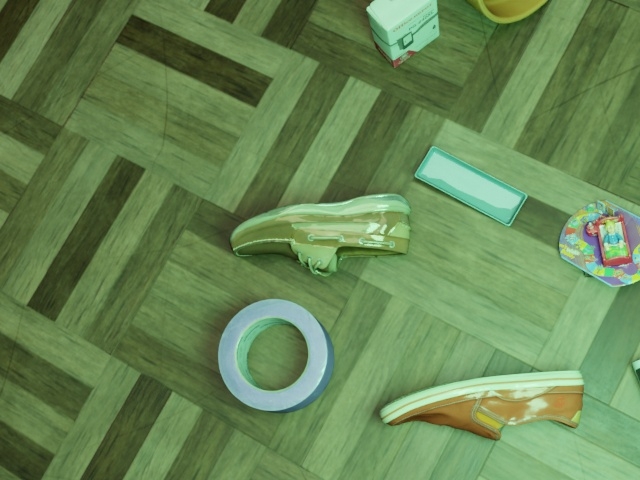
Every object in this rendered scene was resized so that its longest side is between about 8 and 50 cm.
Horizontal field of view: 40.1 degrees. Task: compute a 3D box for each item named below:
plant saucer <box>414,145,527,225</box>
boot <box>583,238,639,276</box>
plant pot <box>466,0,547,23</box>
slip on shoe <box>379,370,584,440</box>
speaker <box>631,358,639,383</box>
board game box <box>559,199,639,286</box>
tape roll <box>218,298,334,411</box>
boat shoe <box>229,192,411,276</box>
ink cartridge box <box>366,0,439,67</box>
[{"bbox_3d":[0.265,-0.096,1.553,0.192,0.018,0.067,30,83,15],"label":"plant saucer"},{"bbox_3d":[0.497,0.014,1.478,0.114,0.037,0.106,4,75,16],"label":"boot"},{"bbox_3d":[0.308,-0.558,1.543,0.291,0.291,0.203,-46,57,-4],"label":"plant pot"},{"bbox_3d":[0.261,0.273,1.413,0.331,0.123,0.101,-6,79,3],"label":"slip on shoe"},{"bbox_3d":[0.548,0.250,1.398,0.055,0.055,0.136,-19,74,5],"label":"speaker"},{"bbox_3d":[0.479,-0.003,1.455,0.133,0.033,0.169,-47,54,-10],"label":"board game box"},{"bbox_3d":[-0.075,0.199,1.505,0.189,0.080,0.188,-3,75,10],"label":"tape roll"},{"bbox_3d":[0.000,0.000,1.523,0.325,0.123,0.116,-9,77,9],"label":"boat shoe"},{"bbox_3d":[0.151,-0.393,1.577,0.109,0.150,0.063,-36,73,0],"label":"ink cartridge box"}]
